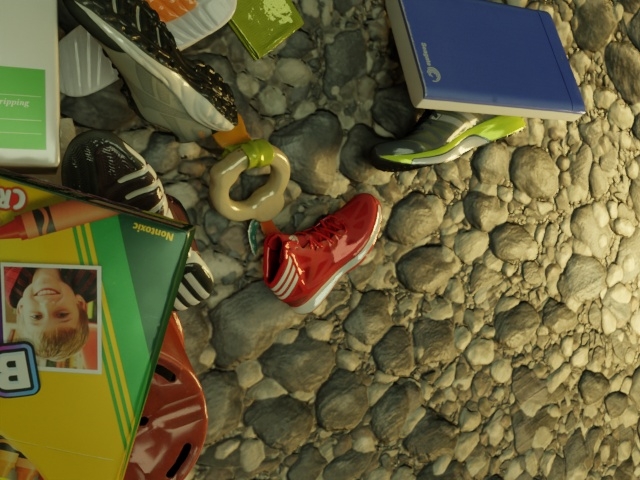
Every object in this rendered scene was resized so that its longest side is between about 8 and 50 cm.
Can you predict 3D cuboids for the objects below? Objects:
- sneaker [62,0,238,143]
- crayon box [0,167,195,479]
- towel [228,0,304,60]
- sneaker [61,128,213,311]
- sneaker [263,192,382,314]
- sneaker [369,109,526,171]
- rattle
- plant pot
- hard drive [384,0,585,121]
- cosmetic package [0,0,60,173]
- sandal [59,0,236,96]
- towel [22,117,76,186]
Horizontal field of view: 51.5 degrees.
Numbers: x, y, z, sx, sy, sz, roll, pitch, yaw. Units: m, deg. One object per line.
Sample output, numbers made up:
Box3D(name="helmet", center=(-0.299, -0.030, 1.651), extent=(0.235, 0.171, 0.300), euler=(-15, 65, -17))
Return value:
Box3D(name="sneaker", center=(-0.212, -0.203, 0.807), extent=(0.107, 0.100, 0.271), euler=(-25, 142, 18))
Box3D(name="crayon box", center=(-0.332, 0.087, 0.598), extent=(0.362, 0.106, 0.313), euler=(16, 92, -8))
Box3D(name="towel", center=(-0.121, -0.382, 0.933), extent=(0.102, 0.021, 0.237), euler=(-41, 114, -13))
Box3D(name="sneaker", center=(-0.238, -0.046, 0.851), extent=(0.106, 0.163, 0.281), euler=(-24, 130, -2))
Box3D(name="sneaker", center=(0.000, 0.000, 1.005), extent=(0.221, 0.087, 0.128), euler=(-56, 137, -8))
Box3D(name="sneaker", center=(0.198, -0.194, 1.086), extent=(0.299, 0.111, 0.121), euler=(-24, 99, -26))
Box3D(name="rattle", center=(-0.119, -0.085, 0.985), extent=(0.130, 0.142, 0.200), euler=(-51, 152, -17))
Box3D(name="plant pot", center=(-0.270, 0.186, 0.825), extent=(0.272, 0.265, 0.273), euler=(-5, 101, -25))
Box3D(name="hard drive", center=(0.269, -0.299, 1.070), extent=(0.318, 0.040, 0.210), euler=(-1, 67, -26))
Box3D(name="cosmetic package", center=(-0.389, -0.259, 0.724), extent=(0.196, 0.155, 0.366), euler=(-2, 92, -22))
Box3D(name="sandal", center=(-0.237, -0.281, 0.872), extent=(0.265, 0.076, 0.102), euler=(-27, 107, 3))
Box3D(name="towel", center=(-0.438, -0.045, 0.826), extent=(0.282, 0.049, 0.187), euler=(-12, 106, -24))
